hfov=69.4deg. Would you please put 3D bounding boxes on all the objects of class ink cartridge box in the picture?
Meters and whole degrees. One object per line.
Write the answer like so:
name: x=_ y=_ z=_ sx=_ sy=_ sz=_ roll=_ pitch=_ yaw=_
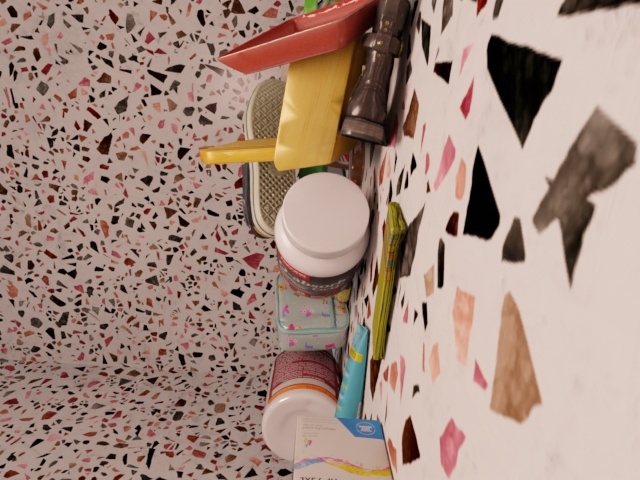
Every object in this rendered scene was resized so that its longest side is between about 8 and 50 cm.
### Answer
ink cartridge box: x=0.027 y=0.341 z=0.620 sx=0.231 sy=0.134 sz=0.078 roll=-95 pitch=9 yaw=-75

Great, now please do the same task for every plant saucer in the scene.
plant saucer: x=-0.010 y=-0.366 z=0.811 sx=0.259 sy=0.258 sz=0.048 roll=-53 pitch=-49 yaw=-41

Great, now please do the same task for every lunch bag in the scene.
lunch bag: x=-0.024 y=0.197 z=1.389 sx=0.279 sy=0.224 sz=0.108 roll=-98 pitch=7 yaw=-53

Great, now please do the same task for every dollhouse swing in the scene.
dollhouse swing: x=-0.069 y=-0.309 z=1.032 sx=0.347 sy=0.305 sz=0.315 roll=-52 pitch=-25 yaw=-67

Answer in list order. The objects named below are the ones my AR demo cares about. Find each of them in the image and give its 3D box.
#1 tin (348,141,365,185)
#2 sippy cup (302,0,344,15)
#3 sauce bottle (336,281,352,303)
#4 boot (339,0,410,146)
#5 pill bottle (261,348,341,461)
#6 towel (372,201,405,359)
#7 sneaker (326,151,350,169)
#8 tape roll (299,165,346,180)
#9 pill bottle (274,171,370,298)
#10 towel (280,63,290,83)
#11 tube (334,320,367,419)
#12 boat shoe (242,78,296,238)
tin: x=0.100 y=-0.243 z=1.267 sx=0.106 sy=0.040 sz=0.190 roll=116 pitch=158 yaw=-74
sippy cup: x=0.037 y=-0.635 z=1.470 sx=0.305 sy=0.240 sz=0.224 roll=125 pitch=162 yaw=-64
sauce bottle: x=0.069 y=0.126 z=1.301 sx=0.128 sy=0.042 sz=0.042 roll=98 pitch=176 yaw=-48
boot: x=0.100 y=-0.281 z=0.779 sx=0.263 sy=0.091 sz=0.229 roll=-74 pitch=-2 yaw=-78
pill bottle: x=-0.048 y=0.452 z=1.405 sx=0.392 sy=0.224 sz=0.224 roll=-91 pitch=5 yaw=-75
towel: x=0.103 y=0.064 z=0.720 sx=0.102 sy=0.021 sz=0.237 roll=-77 pitch=-8 yaw=-62
sneaker: x=0.057 y=-0.246 z=1.336 sx=0.042 sy=0.118 sz=0.067 roll=129 pitch=152 yaw=-69
tape roll: x=0.017 y=-0.163 z=1.487 sx=0.321 sy=0.077 sz=0.321 roll=-2 pitch=-90 yaw=-73
pill bottle: x=0.000 y=0.000 z=1.063 sx=0.363 sy=0.210 sz=0.210 roll=98 pitch=176 yaw=-71
towel: x=-0.002 y=-0.474 z=1.434 sx=0.049 sy=0.282 sz=0.187 roll=-59 pitch=-9 yaw=-20
tube: x=0.070 y=0.273 z=0.939 sx=0.080 sy=0.052 sz=0.207 roll=-161 pitch=81 yaw=-77
boat shoe: x=-0.147 y=-0.236 z=1.334 sx=0.156 sy=0.187 sz=0.500 roll=-29 pitch=58 yaw=58
